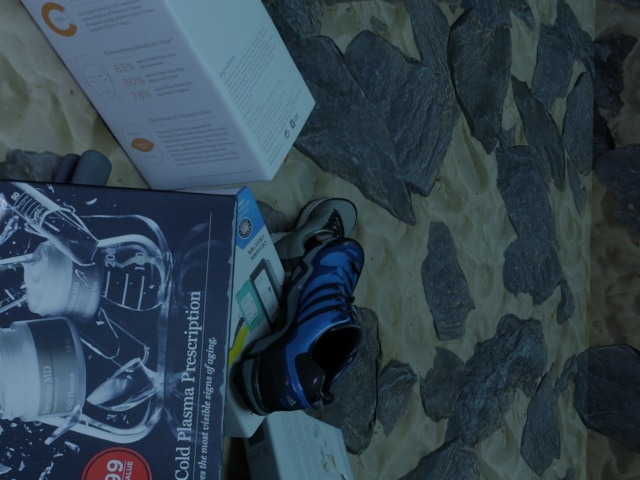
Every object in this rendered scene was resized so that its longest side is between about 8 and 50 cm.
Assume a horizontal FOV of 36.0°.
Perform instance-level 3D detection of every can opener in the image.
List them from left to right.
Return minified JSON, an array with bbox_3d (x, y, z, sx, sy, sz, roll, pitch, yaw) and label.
[{"bbox_3d":[-0.333,0.006,1.188,0.093,0.074,0.280,48,49,-43],"label":"can opener"}]

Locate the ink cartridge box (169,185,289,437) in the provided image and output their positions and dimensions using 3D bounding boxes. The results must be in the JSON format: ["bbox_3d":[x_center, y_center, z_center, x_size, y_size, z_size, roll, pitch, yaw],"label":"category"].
[{"bbox_3d":[-0.170,0.095,1.315,0.198,0.197,0.270,-52,130,-45],"label":"ink cartridge box"}]

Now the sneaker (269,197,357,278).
[{"bbox_3d":[0.000,0.001,1.663,0.271,0.108,0.100,-39,118,-52],"label":"sneaker"}]

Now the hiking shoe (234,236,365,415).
[{"bbox_3d":[0.012,0.112,1.292,0.113,0.132,0.304,62,40,-35],"label":"hiking shoe"}]

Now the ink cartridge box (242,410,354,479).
[{"bbox_3d":[-0.019,0.397,1.545,0.239,0.060,0.275,38,29,-50],"label":"ink cartridge box"}]

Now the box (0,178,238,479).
[{"bbox_3d":[-0.259,0.113,1.029,0.313,0.179,0.343,3,90,-12],"label":"box"}]

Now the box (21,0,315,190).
[{"bbox_3d":[-0.192,-0.250,1.294,0.345,0.215,0.168,60,42,-36],"label":"box"}]
